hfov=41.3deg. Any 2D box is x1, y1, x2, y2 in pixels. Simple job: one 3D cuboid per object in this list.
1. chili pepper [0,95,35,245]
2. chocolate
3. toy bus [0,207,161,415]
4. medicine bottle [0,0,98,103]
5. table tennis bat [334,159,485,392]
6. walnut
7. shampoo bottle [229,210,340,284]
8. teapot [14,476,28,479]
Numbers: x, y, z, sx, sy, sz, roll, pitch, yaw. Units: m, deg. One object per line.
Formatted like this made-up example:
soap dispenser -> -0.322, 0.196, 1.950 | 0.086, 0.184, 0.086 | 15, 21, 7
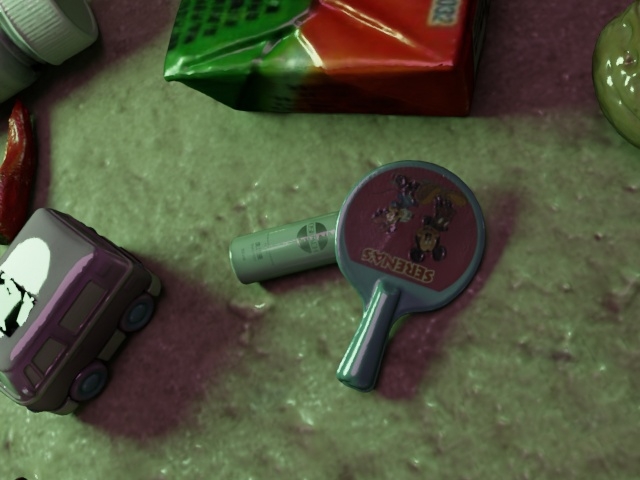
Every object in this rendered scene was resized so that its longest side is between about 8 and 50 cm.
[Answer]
chili pepper -> -0.405, -0.071, 1.113 | 0.050, 0.059, 0.268 | 9, 65, -15
chocolate -> 0.034, -0.308, 0.964 | 0.341, 0.161, 0.360 | 5, 72, 23
toy bus -> -0.299, 0.081, 0.952 | 0.142, 0.142, 0.202 | 32, 83, 29
medicine bottle -> -0.455, -0.267, 1.143 | 0.273, 0.165, 0.165 | -27, 62, 10
table tennis bat -> 0.076, 0.035, 0.865 | 0.153, 0.040, 0.244 | 21, 84, 2
walnut -> 0.331, -0.156, 0.801 | 0.140, 0.140, 0.162 | -13, 56, 17
shampoo bottle -> 0.000, 0.000, 0.915 | 0.195, 0.056, 0.056 | -15, 65, 16
teapot -> -0.348, 0.311, 0.936 | 0.068, 0.045, 0.100 | 9, 74, 23
